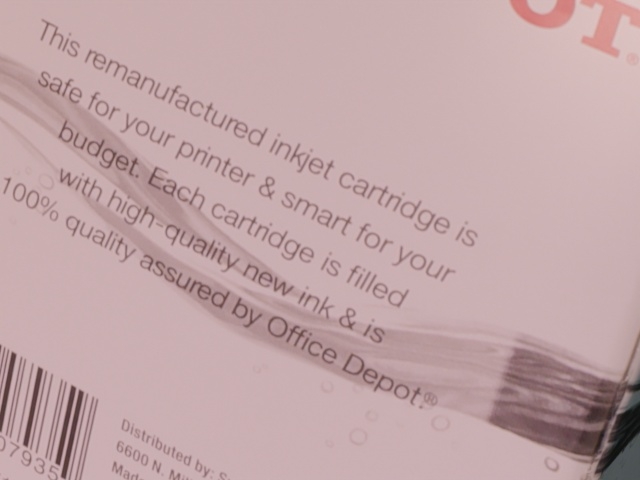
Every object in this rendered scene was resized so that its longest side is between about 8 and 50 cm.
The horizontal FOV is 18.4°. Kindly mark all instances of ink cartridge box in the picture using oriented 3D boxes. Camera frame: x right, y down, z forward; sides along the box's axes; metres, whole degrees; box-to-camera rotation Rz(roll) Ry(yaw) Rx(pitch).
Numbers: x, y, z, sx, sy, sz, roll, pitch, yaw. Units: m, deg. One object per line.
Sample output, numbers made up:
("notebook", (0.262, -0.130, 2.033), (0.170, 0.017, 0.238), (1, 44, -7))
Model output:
("ink cartridge box", (0.000, 0.000, 0.573), (0.129, 0.223, 0.307), (-34, 145, -54))
